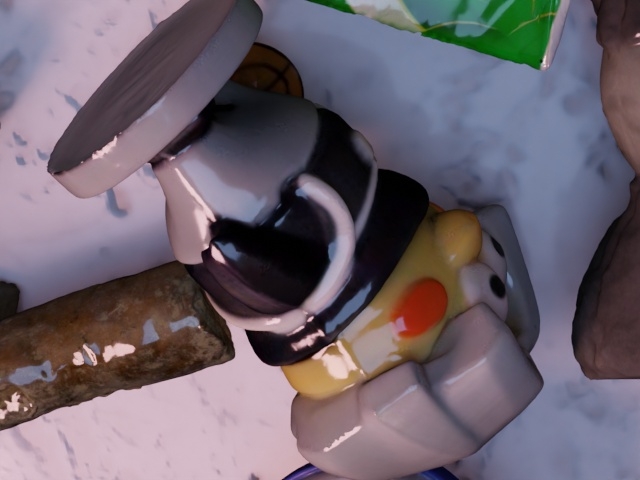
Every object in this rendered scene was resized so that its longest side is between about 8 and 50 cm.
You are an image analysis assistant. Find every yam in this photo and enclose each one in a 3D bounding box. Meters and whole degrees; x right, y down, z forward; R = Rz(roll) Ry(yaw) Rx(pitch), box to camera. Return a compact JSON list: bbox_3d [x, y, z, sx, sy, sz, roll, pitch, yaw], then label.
[{"bbox_3d":[-0.177,0.073,0.865,0.274,0.061,0.061,-18,103,8],"label":"yam"}]

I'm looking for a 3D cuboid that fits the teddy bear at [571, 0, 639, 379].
[{"bbox_3d":[0.201,-0.042,0.779,0.144,0.171,0.251,0,101,-21],"label":"teddy bear"}]

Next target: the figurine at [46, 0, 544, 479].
[{"bbox_3d":[0.000,0.000,0.805,0.133,0.176,0.236,-36,110,25],"label":"figurine"}]

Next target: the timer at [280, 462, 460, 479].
[{"bbox_3d":[0.065,0.288,0.856,0.270,0.270,0.383,-22,88,10],"label":"timer"}]

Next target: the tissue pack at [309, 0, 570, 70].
[{"bbox_3d":[0.020,-0.186,0.754,0.209,0.148,0.156,16,108,0],"label":"tissue pack"}]

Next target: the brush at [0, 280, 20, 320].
[{"bbox_3d":[-0.199,0.137,0.922,0.043,0.036,0.248,11,106,-9],"label":"brush"}]
